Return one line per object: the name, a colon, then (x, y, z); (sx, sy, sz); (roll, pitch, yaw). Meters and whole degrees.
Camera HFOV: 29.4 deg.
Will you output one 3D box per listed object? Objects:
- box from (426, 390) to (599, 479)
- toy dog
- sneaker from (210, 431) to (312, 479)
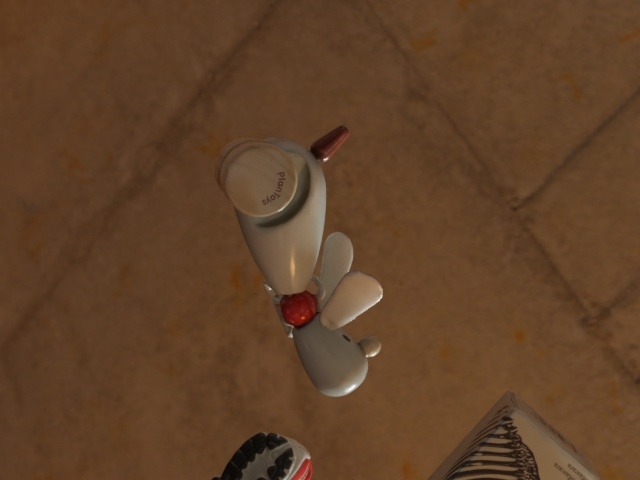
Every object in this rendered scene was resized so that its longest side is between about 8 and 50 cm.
box: (0.133, 0.284, 1.168); (0.113, 0.094, 0.275); (40, -84, 1)
toy dog: (0.000, 0.000, 1.414); (0.161, 0.334, 0.220); (-25, -145, -4)
sneaker: (-0.120, 0.381, 1.675); (0.279, 0.118, 0.107); (-39, -124, 6)
